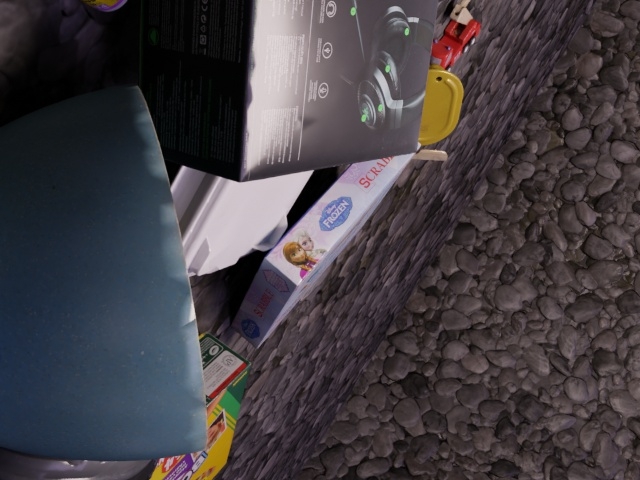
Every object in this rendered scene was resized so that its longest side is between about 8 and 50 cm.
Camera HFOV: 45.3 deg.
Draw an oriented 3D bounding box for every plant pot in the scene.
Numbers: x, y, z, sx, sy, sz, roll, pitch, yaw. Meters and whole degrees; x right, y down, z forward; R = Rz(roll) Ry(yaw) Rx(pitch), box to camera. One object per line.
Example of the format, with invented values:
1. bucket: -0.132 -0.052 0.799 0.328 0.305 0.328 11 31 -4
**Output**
1. plant pot: -0.214 0.038 0.582 0.195 0.290 0.290 -10 143 -17

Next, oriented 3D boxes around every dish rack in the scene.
1. dish rack: -0.071 -0.087 0.958 0.332 0.072 0.285 -56 165 23

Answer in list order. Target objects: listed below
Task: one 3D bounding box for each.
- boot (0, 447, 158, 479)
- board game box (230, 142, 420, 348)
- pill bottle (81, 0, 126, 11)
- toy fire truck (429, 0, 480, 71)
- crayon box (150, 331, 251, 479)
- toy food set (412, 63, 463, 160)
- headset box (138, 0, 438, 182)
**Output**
1. boot: -0.301 0.355 0.763 0.445 0.146 0.367 -63 167 2
2. board game box: 0.000 0.000 1.238 0.318 0.066 0.318 -48 175 -28
3. pill bottle: -0.179 -0.203 0.568 0.043 0.043 0.083 -60 162 8
4. toy fire truck: 0.258 -0.403 1.404 0.192 0.047 0.135 -50 161 -20
5. crayon box: -0.273 0.361 1.175 0.363 0.106 0.313 -42 157 -41
6. toy food set: 0.189 -0.249 1.431 0.218 0.128 0.071 94 -8 -50
7. headset box: -0.010 -0.199 0.696 0.283 0.131 0.246 -17 119 -48
